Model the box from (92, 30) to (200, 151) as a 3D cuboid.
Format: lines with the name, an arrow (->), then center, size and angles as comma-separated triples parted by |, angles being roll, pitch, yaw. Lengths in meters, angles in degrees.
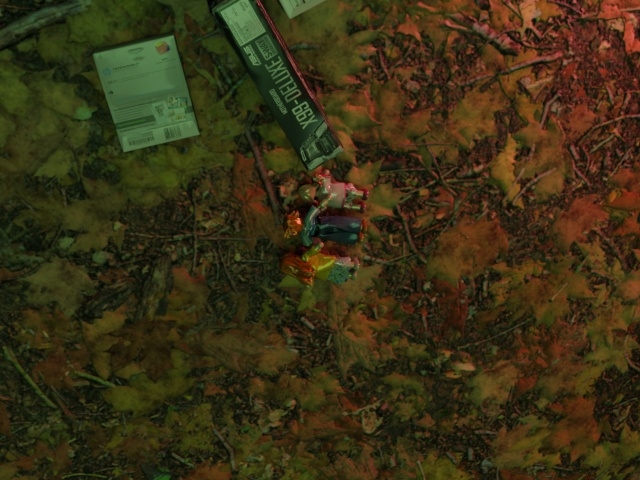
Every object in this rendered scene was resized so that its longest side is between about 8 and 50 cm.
box -> -0.307, -0.263, 1.486 | 0.145, 0.038, 0.186 | -14, 119, -4

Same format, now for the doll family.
doll family -> 0.000, 0.000, 1.635 | 0.163, 0.118, 0.263 | 6, 115, -14

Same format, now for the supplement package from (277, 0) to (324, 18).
supplement package -> 0.009, -0.519, 1.328 | 0.262, 0.199, 0.198 | -27, 118, 3

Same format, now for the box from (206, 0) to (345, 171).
box -> -0.082, -0.295, 1.400 | 0.076, 0.242, 0.307 | -30, 119, 5
